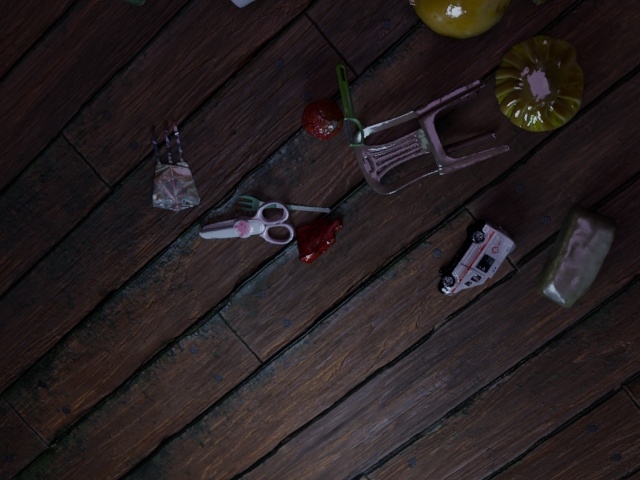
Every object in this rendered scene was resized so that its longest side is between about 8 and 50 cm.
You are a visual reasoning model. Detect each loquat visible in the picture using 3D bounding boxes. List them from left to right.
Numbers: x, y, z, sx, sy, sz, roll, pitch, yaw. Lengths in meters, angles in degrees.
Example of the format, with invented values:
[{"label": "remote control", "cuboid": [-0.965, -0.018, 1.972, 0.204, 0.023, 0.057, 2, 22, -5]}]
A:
[{"label": "loquat", "cuboid": [0.291, -0.553, 1.454, 0.244, 0.244, 0.244, 2, 102, 8]}]

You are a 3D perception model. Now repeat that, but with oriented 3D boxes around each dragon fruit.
[{"label": "dragon fruit", "cuboid": [-0.001, 0.001, 1.694, 0.131, 0.063, 0.097, -21, 99, 12]}]

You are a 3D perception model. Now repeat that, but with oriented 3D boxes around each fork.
[{"label": "fork", "cuboid": [-0.094, -0.086, 1.710, 0.235, 0.021, 0.039, 5, 106, 7]}]

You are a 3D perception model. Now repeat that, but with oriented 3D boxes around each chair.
[{"label": "chair", "cuboid": [0.232, -0.223, 1.554, 0.326, 0.183, 0.175, -24, 97, 11]}]

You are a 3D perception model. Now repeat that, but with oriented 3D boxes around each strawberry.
[{"label": "strawberry", "cuboid": [0.007, -0.284, 1.615, 0.106, 0.106, 0.106, 2, 102, 8]}]

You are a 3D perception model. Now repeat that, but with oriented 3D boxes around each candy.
[{"label": "candy", "cuboid": [0.595, 0.040, 1.600, 0.104, 0.102, 0.234, 20, 103, 3]}]

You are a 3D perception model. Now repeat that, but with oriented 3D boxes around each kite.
[{"label": "kite", "cuboid": [-0.383, -0.186, 1.733, 0.127, 0.016, 0.229, -8, 101, 6]}]

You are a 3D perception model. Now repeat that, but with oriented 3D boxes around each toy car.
[{"label": "toy car", "cuboid": [0.369, 0.053, 1.642, 0.108, 0.089, 0.209, 32, 101, -5]}]

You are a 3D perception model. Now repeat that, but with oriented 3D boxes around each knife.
[{"label": "knife", "cuboid": [0.072, -0.319, 1.603, 0.054, 0.015, 0.212, -5, 75, -25]}]

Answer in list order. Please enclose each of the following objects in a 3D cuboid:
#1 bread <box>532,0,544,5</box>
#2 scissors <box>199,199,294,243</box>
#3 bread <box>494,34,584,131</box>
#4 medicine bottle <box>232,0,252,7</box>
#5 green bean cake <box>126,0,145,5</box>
[{"label": "bread", "cuboid": [0.458, -0.598, 1.414, 0.110, 0.234, 0.184, -32, 96, 15]}, {"label": "scissors", "cuboid": [-0.190, -0.036, 1.722, 0.242, 0.030, 0.118, -6, 118, 13]}, {"label": "bread", "cuboid": [0.490, -0.350, 1.532, 0.213, 0.105, 0.213, 2, 104, 10]}, {"label": "medicine bottle", "cuboid": [-0.067, -0.691, 1.476, 0.388, 0.219, 0.219, -28, 97, 13]}, {"label": "green bean cake", "cuboid": [-0.475, -0.665, 1.601, 0.181, 0.094, 0.173, 29, 105, 2]}]
